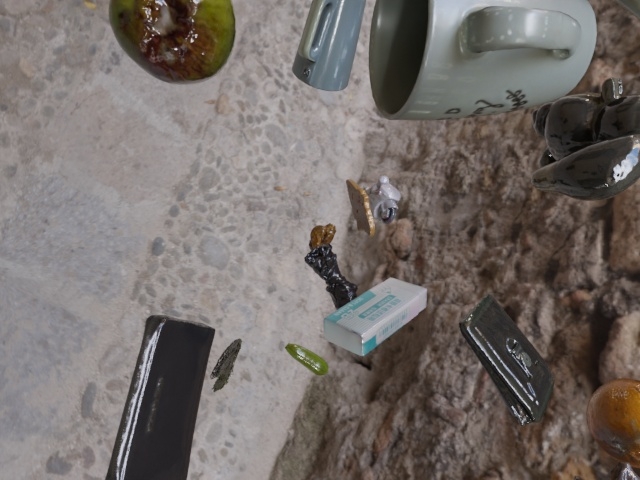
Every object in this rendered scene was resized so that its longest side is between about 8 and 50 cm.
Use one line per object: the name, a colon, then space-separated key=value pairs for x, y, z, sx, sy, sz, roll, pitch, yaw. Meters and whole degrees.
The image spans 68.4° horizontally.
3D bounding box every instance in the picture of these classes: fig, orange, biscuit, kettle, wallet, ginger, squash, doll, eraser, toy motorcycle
fig: x=-0.210 y=-0.328 z=0.713 sx=0.180 sy=0.191 sz=0.181 roll=0 pitch=93 yaw=7
orange: x=0.762 y=0.448 z=1.138 sx=0.170 sy=0.224 sz=0.224 roll=-33 pitch=106 yaw=-27
biscuit: x=0.139 y=-0.119 z=1.635 sx=0.035 sy=0.162 sz=0.250 roll=-11 pitch=58 yaw=-18
kettle: x=0.013 y=-0.517 z=1.181 sx=0.160 sy=0.243 sz=0.210 roll=36 pitch=46 yaw=17
wallet: x=0.398 y=0.242 z=0.991 sx=0.168 sy=0.052 sz=0.245 roll=-29 pitch=83 yaw=-42
ginger: x=0.000 y=0.000 z=1.967 sx=0.103 sy=0.073 sz=0.162 roll=-5 pitch=136 yaw=-32
squash: x=-0.053 y=0.456 z=1.816 sx=0.201 sy=0.066 sz=0.066 roll=35 pitch=68 yaw=-14
doll: x=0.674 y=-0.261 z=1.215 sx=0.378 sy=0.382 sz=0.252 roll=-24 pitch=101 yaw=-26
eraser: x=0.112 y=0.142 z=0.918 sx=0.225 sy=0.095 sz=0.052 roll=-24 pitch=120 yaw=-44
wallet: x=-0.222 y=0.237 z=0.677 sx=0.149 sy=0.044 sz=0.250 roll=39 pitch=57 yaw=-60
toy motorcycle: x=0.217 y=-0.157 z=1.749 sx=0.110 sy=0.260 sz=0.171 roll=13 pitch=99 yaw=-26

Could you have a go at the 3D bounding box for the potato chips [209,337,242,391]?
potato chips: x=-0.343 y=0.448 z=1.686 sx=0.029 sy=0.220 sz=0.202 roll=37 pitch=94 yaw=-17

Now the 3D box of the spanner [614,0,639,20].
spanner: x=0.402 y=-0.403 z=0.641 sx=0.040 sy=0.095 sz=0.325 roll=17 pitch=43 yaw=-43

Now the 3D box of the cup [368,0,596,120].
cup: x=0.206 y=-0.232 z=0.551 sx=0.234 sy=0.258 sz=0.187 roll=-2 pitch=109 yaw=-12

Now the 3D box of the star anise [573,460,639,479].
star anise: x=0.406 y=0.394 z=0.616 sx=0.073 sy=0.197 sz=0.212 roll=-6 pitch=122 yaw=-16

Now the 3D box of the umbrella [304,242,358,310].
umbrella: x=0.056 y=0.140 z=1.566 sx=0.110 sy=0.122 sz=0.272 roll=-29 pitch=80 yaw=-24
